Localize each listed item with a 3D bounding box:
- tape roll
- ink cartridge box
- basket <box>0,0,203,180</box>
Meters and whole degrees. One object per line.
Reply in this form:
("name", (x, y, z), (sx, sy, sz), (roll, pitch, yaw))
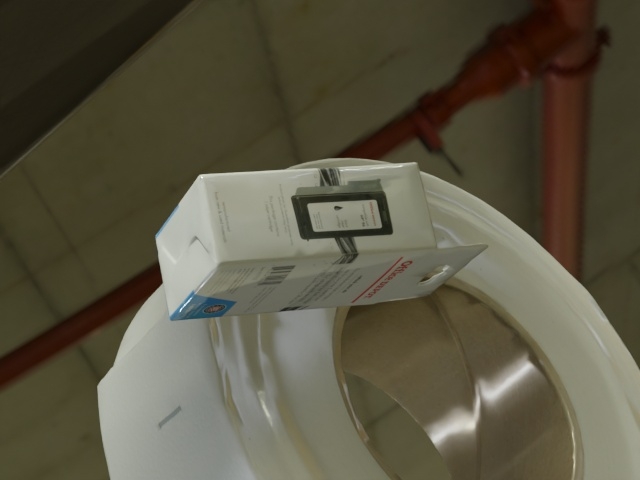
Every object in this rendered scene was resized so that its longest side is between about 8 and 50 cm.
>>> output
("tape roll", (0.040, 0.099, 0.817), (0.286, 0.286, 0.100), (-9, -27, -44))
("ink cartridge box", (0.000, 0.000, 0.481), (0.083, 0.028, 0.048), (-4, -19, -24))
("basket", (-0.155, -0.115, 0.694), (0.227, 0.204, 0.154), (-34, 17, -5))
